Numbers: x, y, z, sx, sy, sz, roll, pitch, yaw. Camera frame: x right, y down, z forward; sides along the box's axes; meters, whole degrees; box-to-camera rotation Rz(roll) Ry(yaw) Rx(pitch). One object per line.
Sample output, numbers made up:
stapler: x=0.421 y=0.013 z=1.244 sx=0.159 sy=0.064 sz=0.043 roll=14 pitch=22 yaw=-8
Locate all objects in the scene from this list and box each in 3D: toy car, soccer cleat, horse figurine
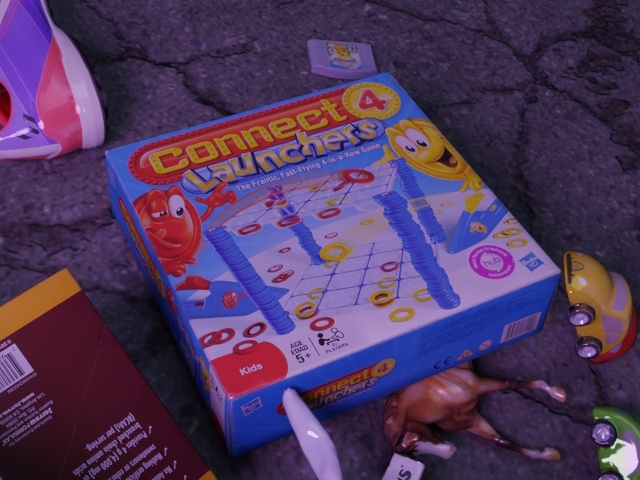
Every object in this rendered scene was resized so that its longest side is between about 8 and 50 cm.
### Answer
toy car: x=0.265 y=0.131 z=0.842 sx=0.053 sy=0.239 sz=0.225 roll=-9 pitch=76 yaw=19
soccer cleat: x=-0.329 y=-0.211 z=0.975 sx=0.116 sy=0.109 sz=0.318 roll=-21 pitch=62 yaw=-25
horse figurine: x=0.135 y=0.098 z=0.879 sx=0.174 sy=0.066 sz=0.263 roll=10 pitch=52 yaw=-10

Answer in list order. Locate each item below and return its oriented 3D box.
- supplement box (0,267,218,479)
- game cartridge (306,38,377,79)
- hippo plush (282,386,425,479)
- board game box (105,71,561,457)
supplement box: x=-0.209 y=0.161 z=0.646 sx=0.191 sy=0.129 sz=0.194 roll=-36 pitch=91 yaw=-36
game cartridge: x=0.027 y=-0.219 z=1.141 sx=0.083 sy=0.017 sz=0.056 roll=1 pitch=55 yaw=-15
hippo plush: x=0.063 y=0.256 z=0.574 sx=0.234 sy=0.236 sz=0.294 roll=32 pitch=61 yaw=-14
board game box: x=0.000 y=0.000 z=0.854 sx=0.308 sy=0.086 sz=0.302 roll=-19 pitch=51 yaw=-19
